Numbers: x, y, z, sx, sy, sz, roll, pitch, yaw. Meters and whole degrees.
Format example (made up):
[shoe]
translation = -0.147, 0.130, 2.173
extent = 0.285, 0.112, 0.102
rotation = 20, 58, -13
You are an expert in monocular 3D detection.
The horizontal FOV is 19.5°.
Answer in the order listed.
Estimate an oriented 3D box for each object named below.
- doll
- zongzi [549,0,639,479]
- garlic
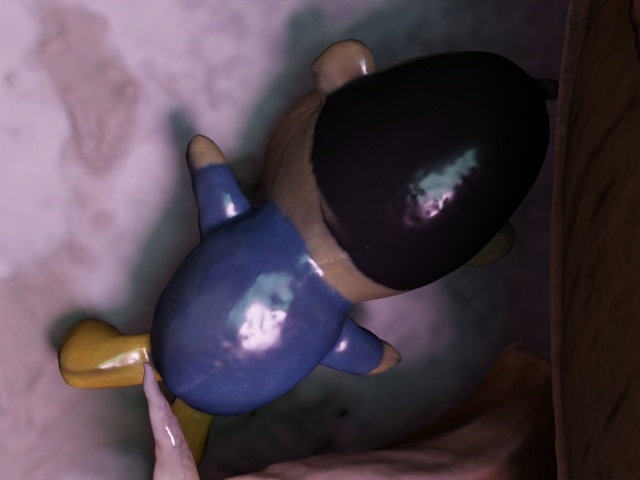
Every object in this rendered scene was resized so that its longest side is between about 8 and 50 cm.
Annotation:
[doll]
translation = 0.000, 0.000, 0.589
extent = 0.179, 0.089, 0.102
rotation = -34, 110, 14
[zongzi]
translation = 0.160, -0.008, 0.629
extent = 0.218, 0.467, 0.500
rotation = 6, 61, -6
[garlic]
translation = 0.010, 0.097, 0.575
extent = 0.198, 0.090, 0.128
rotation = 3, 96, -44
